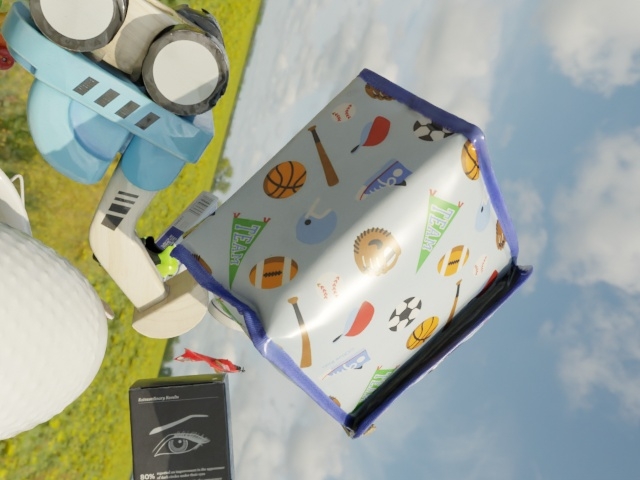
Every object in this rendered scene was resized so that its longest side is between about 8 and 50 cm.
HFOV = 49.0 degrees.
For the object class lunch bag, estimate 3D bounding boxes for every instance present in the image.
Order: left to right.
[{"bbox_3d":[0.074,0.054,0.868,0.328,0.385,0.239,-42,-129,-7],"label":"lunch bag"}]

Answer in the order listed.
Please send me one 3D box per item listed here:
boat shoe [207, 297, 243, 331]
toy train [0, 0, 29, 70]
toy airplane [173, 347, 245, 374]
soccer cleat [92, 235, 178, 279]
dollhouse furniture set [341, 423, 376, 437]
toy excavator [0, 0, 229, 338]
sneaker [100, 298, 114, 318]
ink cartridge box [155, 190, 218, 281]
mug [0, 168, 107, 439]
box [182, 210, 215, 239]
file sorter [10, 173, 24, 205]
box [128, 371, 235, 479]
[{"bbox_3d":[-0.125,0.168,1.585,0.096,0.268,0.088,-36,144,-65],"label":"boat shoe"},{"bbox_3d":[-0.609,-0.393,1.290,0.105,0.248,0.143,29,-55,43],"label":"toy train"},{"bbox_3d":[-0.231,0.256,1.474,0.151,0.151,0.028,128,-24,-66],"label":"toy airplane"},{"bbox_3d":[-0.344,0.024,1.309,0.060,0.179,0.072,-28,124,-67],"label":"soccer cleat"},{"bbox_3d":[0.121,0.473,2.014,0.123,0.151,0.144,-44,-122,10],"label":"dollhouse furniture set"},{"bbox_3d":[-0.273,-0.117,0.992,0.445,0.433,0.222,-53,-156,17],"label":"toy excavator"},{"bbox_3d":[-0.561,0.166,1.697,0.067,0.118,0.042,-41,-149,4],"label":"sneaker"},{"bbox_3d":[-0.305,0.036,1.531,0.223,0.045,0.224,-55,168,-41],"label":"ink cartridge box"},{"bbox_3d":[-0.425,0.057,0.811,0.328,0.276,0.373,24,52,-63],"label":"mug"},{"bbox_3d":[-0.194,-0.012,1.230,0.083,0.052,0.062,-36,-168,-6],"label":"box"},{"bbox_3d":[-0.867,-0.080,1.650,0.192,0.278,0.173,-74,177,-58],"label":"file sorter"},{"bbox_3d":[-0.218,0.324,1.128,0.108,0.153,0.207,143,-55,-85],"label":"box"}]
